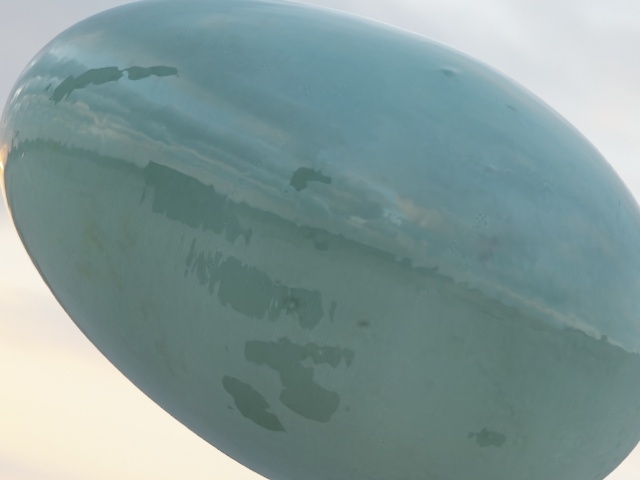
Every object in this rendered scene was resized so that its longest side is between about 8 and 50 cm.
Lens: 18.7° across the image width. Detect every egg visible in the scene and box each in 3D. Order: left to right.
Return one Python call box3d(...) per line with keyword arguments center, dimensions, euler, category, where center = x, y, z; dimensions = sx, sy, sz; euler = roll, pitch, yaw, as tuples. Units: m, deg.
box3d(center=(0.000, 0.000, 0.959), dimensions=(0.371, 0.230, 0.230), euler=(29, -7, 23), category="egg")
